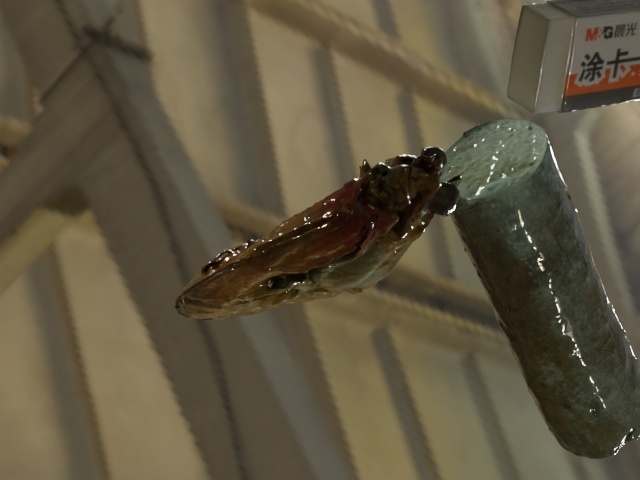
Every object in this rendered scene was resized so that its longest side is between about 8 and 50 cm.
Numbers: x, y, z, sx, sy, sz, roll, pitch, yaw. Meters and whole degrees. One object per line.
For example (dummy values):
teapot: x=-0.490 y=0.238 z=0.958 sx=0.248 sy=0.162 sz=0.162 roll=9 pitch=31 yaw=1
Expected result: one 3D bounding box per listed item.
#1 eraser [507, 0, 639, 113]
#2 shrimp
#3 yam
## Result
eraser: x=0.151 y=-0.096 z=0.841 sx=0.122 sy=0.052 sz=0.029 roll=-10 pitch=-150 yaw=-30
shrimp: x=0.000 y=0.001 z=1.080 sx=0.154 sy=0.294 sz=0.062 roll=-14 pitch=-104 yaw=-31
yam: x=0.169 y=0.041 z=1.244 sx=0.093 sy=0.093 sz=0.259 roll=-88 pitch=-25 yaw=-61
